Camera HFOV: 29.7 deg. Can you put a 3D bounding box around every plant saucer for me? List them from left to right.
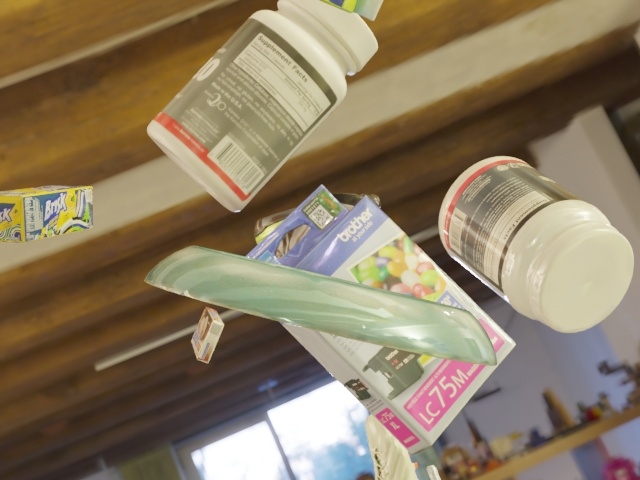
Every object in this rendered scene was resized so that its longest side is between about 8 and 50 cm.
[{"bbox_3d":[0.004,0.053,1.067,0.318,0.043,0.317,13,-1,0],"label":"plant saucer"}]

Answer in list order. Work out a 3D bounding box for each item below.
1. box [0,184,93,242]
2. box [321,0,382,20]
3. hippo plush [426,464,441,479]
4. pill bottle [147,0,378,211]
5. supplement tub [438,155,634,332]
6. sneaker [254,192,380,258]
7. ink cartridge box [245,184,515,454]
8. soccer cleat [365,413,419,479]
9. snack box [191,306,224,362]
[{"bbox_3d":[-0.325,-0.032,1.394,0.059,0.054,0.169,2,6,16],"label":"box"},{"bbox_3d":[-0.011,-0.291,1.137,0.109,0.178,0.042,-65,-13,11],"label":"box"},{"bbox_3d":[0.218,0.582,1.970,0.236,0.234,0.294,-45,-31,-52],"label":"hippo plush"},{"bbox_3d":[-0.071,-0.189,1.546,0.283,0.161,0.161,-48,-12,-5],"label":"pill bottle"},{"bbox_3d":[0.321,0.003,1.826,0.191,0.272,0.191,-13,-59,-23],"label":"supplement tub"},{"bbox_3d":[0.000,0.000,1.613,0.084,0.097,0.235,0,-13,-38],"label":"sneaker"},{"bbox_3d":[0.065,0.081,1.448,0.186,0.311,0.065,-44,-4,-30],"label":"ink cartridge box"},{"bbox_3d":[0.102,0.338,1.690,0.076,0.196,0.068,-26,3,-16],"label":"soccer cleat"},{"bbox_3d":[-0.178,0.147,1.898,0.022,0.064,0.178,22,0,-10],"label":"snack box"}]
